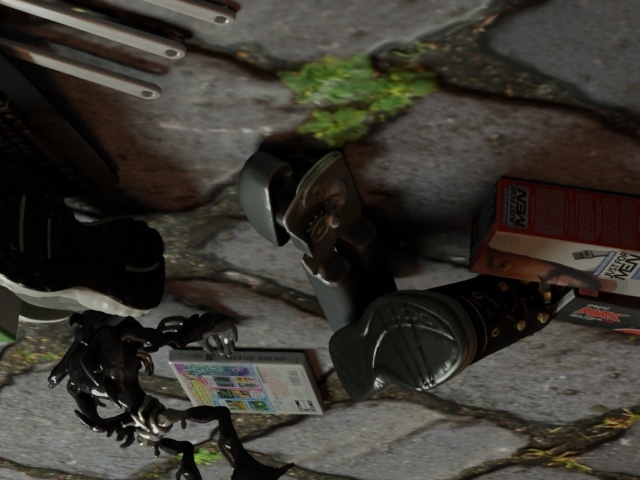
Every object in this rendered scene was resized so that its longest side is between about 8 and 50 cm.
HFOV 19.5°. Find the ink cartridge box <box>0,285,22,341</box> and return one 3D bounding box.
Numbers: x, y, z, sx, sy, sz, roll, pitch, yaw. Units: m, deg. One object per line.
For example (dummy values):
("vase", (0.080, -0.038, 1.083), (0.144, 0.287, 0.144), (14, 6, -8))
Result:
("ink cartridge box", (-0.390, 0.023, 1.633), (0.219, 0.092, 0.160), (1, 162, 15))

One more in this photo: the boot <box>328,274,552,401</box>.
("boot", (0.125, 0.065, 1.579), (0.179, 0.085, 0.236), (-20, 176, -25))

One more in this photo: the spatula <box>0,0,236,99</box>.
("spatula", (-0.197, -0.164, 1.311), (0.242, 0.019, 0.168), (15, 150, -25))

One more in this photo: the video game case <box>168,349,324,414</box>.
("video game case", (-0.076, 0.151, 1.981), (0.143, 0.019, 0.157), (1, 156, 9))

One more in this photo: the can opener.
("can opener", (0.000, 0.000, 1.597), (0.095, 0.076, 0.283), (31, 165, 22))

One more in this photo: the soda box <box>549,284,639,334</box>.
("soda box", (0.290, 0.050, 1.648), (0.169, 0.053, 0.060), (11, 155, -13))

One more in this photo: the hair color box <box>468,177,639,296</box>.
("hair color box", (0.216, 0.000, 1.550), (0.167, 0.053, 0.093), (9, 156, -6))

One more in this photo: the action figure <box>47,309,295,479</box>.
("action figure", (-0.157, 0.149, 1.819), (0.164, 0.275, 0.141), (-41, 173, 26))

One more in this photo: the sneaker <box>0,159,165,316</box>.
("sneaker", (-0.240, 0.011, 1.538), (0.108, 0.100, 0.271), (-9, 160, 28))

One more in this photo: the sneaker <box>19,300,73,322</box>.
("sneaker", (-0.305, 0.047, 1.760), (0.152, 0.053, 0.061), (12, 165, -1))

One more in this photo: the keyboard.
("keyboard", (-0.297, -0.090, 1.441), (0.202, 0.033, 0.317), (-2, 159, 15))
